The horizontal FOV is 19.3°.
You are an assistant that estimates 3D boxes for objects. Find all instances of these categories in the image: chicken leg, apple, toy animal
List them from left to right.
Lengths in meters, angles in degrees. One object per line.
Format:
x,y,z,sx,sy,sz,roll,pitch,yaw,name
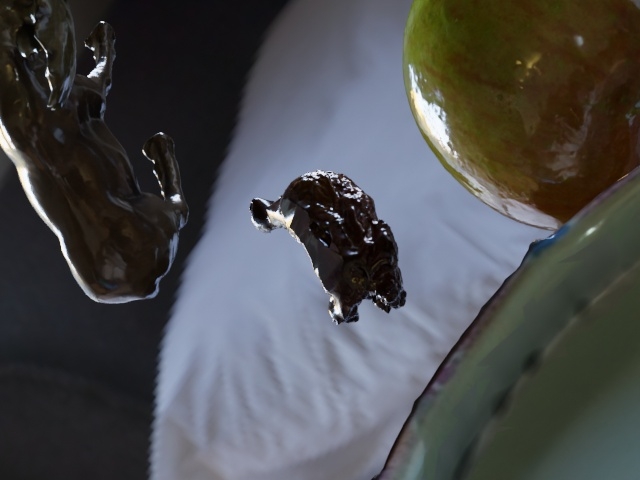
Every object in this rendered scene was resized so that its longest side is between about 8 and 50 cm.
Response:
-0.129,-0.065,0.906,0.094,0.214,0.186,-25,10,11,toy animal
0.002,-0.005,1.352,0.219,0.048,0.089,45,121,51,chicken leg
0.144,-0.110,1.171,0.196,0.196,0.196,-49,14,17,apple

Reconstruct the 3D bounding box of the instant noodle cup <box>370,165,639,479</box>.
0.142,0.102,0.348,0.243,0.231,0.243,-29,29,18,instant noodle cup
